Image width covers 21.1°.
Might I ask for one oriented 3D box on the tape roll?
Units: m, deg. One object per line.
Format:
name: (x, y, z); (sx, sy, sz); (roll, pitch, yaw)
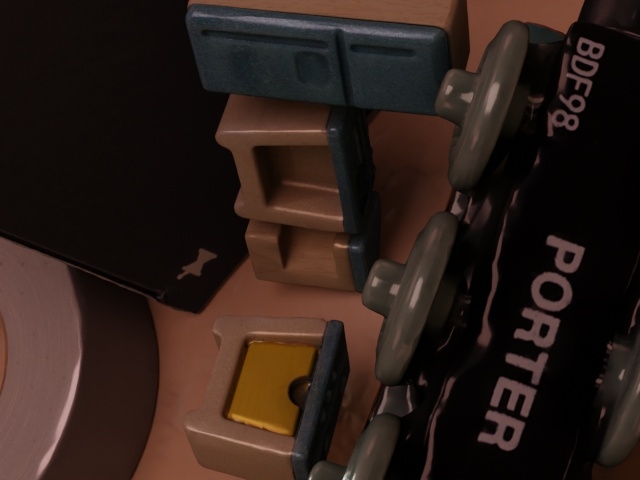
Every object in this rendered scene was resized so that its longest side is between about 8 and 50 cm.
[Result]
tape roll: (-0.203, 0.084, 0.998); (0.219, 0.072, 0.219); (-11, 69, 30)

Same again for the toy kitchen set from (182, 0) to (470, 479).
toy kitchen set: (0.000, 0.000, 0.806); (0.122, 0.207, 0.166); (6, 54, 14)

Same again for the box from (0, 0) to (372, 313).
box: (-0.189, -0.188, 0.944); (0.212, 0.293, 0.395); (-48, 56, 10)

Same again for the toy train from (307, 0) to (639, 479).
toy train: (0.083, 0.051, 0.760); (0.142, 0.190, 0.334); (19, 80, 0)
